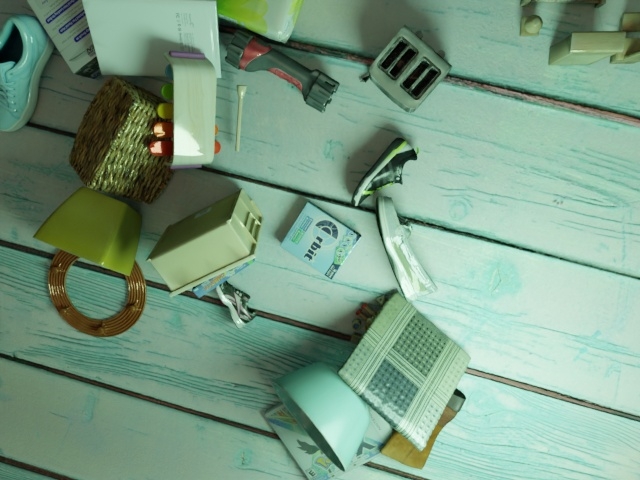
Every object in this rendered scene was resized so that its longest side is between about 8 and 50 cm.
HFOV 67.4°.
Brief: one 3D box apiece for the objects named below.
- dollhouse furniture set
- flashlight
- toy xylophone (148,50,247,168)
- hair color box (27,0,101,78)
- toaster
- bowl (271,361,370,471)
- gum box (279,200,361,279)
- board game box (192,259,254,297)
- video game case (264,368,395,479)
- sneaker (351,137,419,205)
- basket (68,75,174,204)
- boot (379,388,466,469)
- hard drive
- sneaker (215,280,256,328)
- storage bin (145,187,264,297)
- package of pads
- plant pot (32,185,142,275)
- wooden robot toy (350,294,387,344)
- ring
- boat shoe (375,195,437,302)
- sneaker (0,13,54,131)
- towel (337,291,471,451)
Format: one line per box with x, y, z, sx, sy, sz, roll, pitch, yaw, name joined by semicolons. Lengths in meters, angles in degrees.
0.656;-0.613;1.133;0.304;0.174;0.355;3;101;7;dollhouse furniture set
-0.106;-0.453;1.306;0.304;0.103;0.103;31;85;-4;flashlight
-0.330;-0.339;1.311;0.236;0.081;0.322;-1;113;-38;toy xylophone
-0.682;-0.652;1.334;0.185;0.110;0.338;-30;94;11;hair color box
0.225;-0.440;1.254;0.168;0.110;0.185;42;103;-1;toaster
0.021;0.465;1.346;0.163;0.311;0.311;-37;95;-19;bowl
0.000;0.000;1.402;0.184;0.041;0.157;34;103;-1;gum box
-0.276;0.071;1.402;0.201;0.136;0.035;-33;113;11;board game box
0.037;0.588;1.512;0.329;0.036;0.299;-32;95;12;video game case
0.181;-0.174;1.324;0.097;0.084;0.234;39;103;-2;sneaker
-0.548;-0.288;1.393;0.213;0.223;0.299;42;106;32;basket
0.258;0.523;1.448;0.264;0.096;0.280;28;101;-11;boot
-0.429;-0.535;1.263;0.319;0.040;0.210;-1;137;-8;hard drive
-0.255;0.174;1.464;0.077;0.072;0.178;-27;104;0;sneaker
-0.309;-0.007;1.336;0.262;0.260;0.123;-25;114;12;storage bin
-0.141;-0.699;1.258;0.229;0.101;0.296;23;104;4;package of pads
-0.644;-0.032;1.397;0.212;0.212;0.187;22;78;3;plant pot
0.137;0.238;1.410;0.076;0.079;0.173;39;102;-1;wooden robot toy
-0.718;0.154;1.531;0.337;0.032;0.336;1;100;8;ring
0.233;0.018;1.342;0.103;0.118;0.320;-20;101;5;boat shoe
-0.895;-0.476;1.367;0.135;0.150;0.365;31;109;3;sneaker
0.240;0.352;1.343;0.312;0.056;0.324;42;60;1;towel
